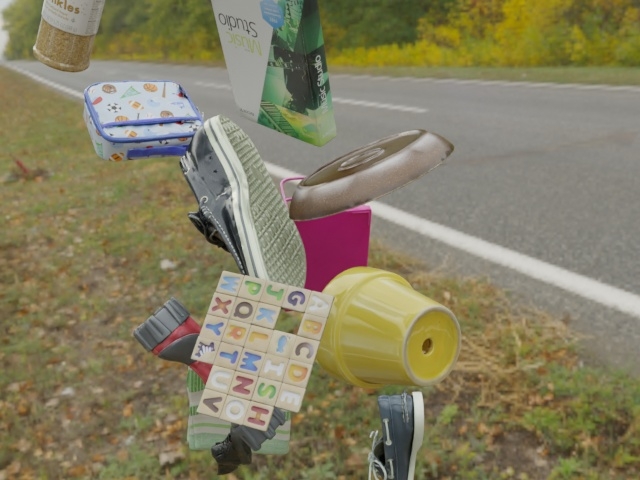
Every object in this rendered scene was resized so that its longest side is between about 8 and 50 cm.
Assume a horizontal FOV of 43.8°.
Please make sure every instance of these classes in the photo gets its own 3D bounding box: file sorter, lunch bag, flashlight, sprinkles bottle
[{"bbox_3d":[0.000,0.000,1.964,0.202,0.290,0.182,-4,37,-8],"label":"file sorter"},{"bbox_3d":[-0.461,-0.316,2.110,0.303,0.115,0.243,-10,52,-29],"label":"lunch bag"},{"bbox_3d":[-0.196,0.242,1.416,0.103,0.304,0.103,-41,3,-1],"label":"flashlight"},{"bbox_3d":[-0.494,-0.527,1.634,0.121,0.355,0.121,19,29,-11],"label":"sprinkles bottle"}]

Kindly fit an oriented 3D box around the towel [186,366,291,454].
[{"bbox_3d":[-0.190,0.381,1.849,0.248,0.325,0.038,4,36,-1],"label":"towel"}]

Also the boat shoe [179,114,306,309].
[{"bbox_3d":[-0.165,-0.045,1.579,0.187,0.156,0.500,33,24,-48],"label":"boat shoe"}]

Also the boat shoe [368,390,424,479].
[{"bbox_3d":[0.117,0.342,1.282,0.079,0.254,0.095,3,41,1],"label":"boat shoe"}]

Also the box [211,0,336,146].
[{"bbox_3d":[-0.089,-0.344,1.453,0.232,0.322,0.058,25,52,36],"label":"box"}]

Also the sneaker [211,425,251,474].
[{"bbox_3d":[-0.204,0.464,1.763,0.089,0.170,0.051,-5,46,6],"label":"sneaker"}]

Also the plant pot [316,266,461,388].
[{"bbox_3d":[0.146,0.193,1.639,0.254,0.254,0.239,-15,15,-34],"label":"plant pot"}]

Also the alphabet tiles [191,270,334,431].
[{"bbox_3d":[-0.104,0.175,1.268,0.198,0.237,0.009,12,-23,15],"label":"alphabet tiles"}]

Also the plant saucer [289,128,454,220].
[{"bbox_3d":[0.078,-0.123,1.383,0.310,0.050,0.310,-23,12,5],"label":"plant saucer"}]
